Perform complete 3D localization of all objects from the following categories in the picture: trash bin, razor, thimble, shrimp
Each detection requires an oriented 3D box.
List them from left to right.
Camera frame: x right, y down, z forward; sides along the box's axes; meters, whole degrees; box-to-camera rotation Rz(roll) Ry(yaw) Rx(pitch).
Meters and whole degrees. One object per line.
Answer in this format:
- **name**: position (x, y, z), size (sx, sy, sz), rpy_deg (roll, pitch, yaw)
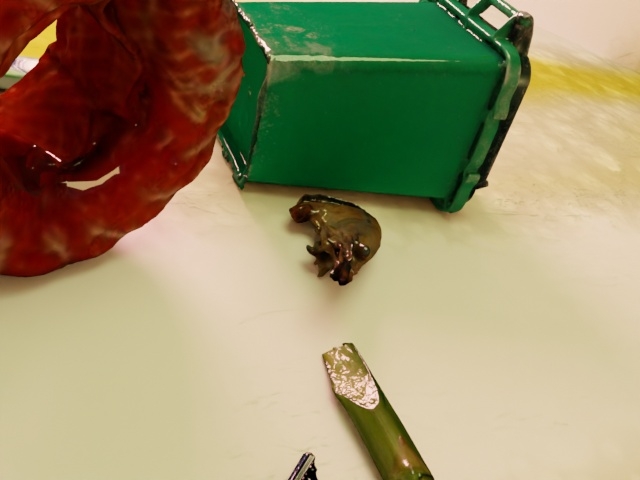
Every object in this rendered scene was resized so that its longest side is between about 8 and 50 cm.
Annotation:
- **thimble**: position (-0.258, -0.154, 0.641), size (0.230, 0.350, 0.350), rpy_deg (39, 36, 23)
- **shrimp**: position (0.006, 0.008, 0.819), size (0.117, 0.066, 0.262), rpy_deg (12, 17, 9)
- **trash bin**: position (0.062, -0.208, 0.969), size (0.381, 0.295, 0.259), rpy_deg (-4, 41, -26)
- **razor**: position (0.044, 0.222, 0.565), size (0.154, 0.028, 0.044), rpy_deg (27, 29, 8)

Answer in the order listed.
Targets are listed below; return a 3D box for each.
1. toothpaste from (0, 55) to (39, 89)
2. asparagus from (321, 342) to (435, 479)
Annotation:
- **toothpaste**: position (-0.371, -0.208, 0.913), size (0.296, 0.048, 0.075), rpy_deg (4, 40, -21)
- **asparagus**: position (0.046, 0.155, 0.652), size (0.045, 0.041, 0.178), rpy_deg (9, 34, -36)
